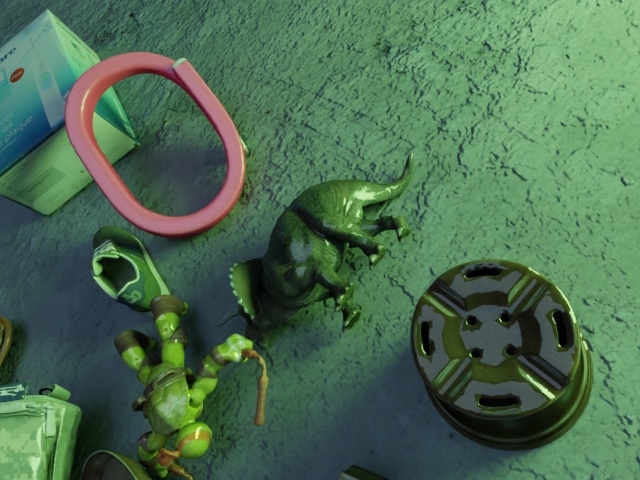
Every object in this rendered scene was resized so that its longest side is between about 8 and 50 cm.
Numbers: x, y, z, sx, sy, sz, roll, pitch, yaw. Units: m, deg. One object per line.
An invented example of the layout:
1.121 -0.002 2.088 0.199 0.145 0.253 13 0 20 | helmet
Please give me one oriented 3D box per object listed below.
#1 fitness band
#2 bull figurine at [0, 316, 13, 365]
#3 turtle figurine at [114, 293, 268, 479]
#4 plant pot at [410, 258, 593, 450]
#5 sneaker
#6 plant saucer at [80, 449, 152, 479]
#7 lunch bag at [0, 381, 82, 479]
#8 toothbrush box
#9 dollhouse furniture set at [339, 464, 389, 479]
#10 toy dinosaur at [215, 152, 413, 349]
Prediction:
-0.232 -0.141 0.724 0.209 0.054 0.290 -35 86 -8 | fitness band
-0.616 0.206 0.761 0.311 0.101 0.188 -18 48 12 | bull figurine
-0.184 0.184 0.598 0.269 0.087 0.217 -55 48 17 | turtle figurine
0.160 0.100 0.451 0.167 0.165 0.166 -8 67 19 | plant pot
-0.290 0.029 0.717 0.064 0.086 0.192 -47 59 -1 | sneaker
-0.218 0.316 0.568 0.168 0.029 0.168 5 98 39 | plant saucer
-0.407 0.342 0.575 0.256 0.212 0.305 -14 62 6 | lunch bag
-0.480 -0.226 0.882 0.216 0.126 0.295 -36 59 5 | toothbrush box
-0.011 0.341 0.469 0.259 0.135 0.262 17 77 16 | dollhouse furniture set
0.000 0.000 0.588 0.160 0.121 0.313 29 85 23 | toy dinosaur
